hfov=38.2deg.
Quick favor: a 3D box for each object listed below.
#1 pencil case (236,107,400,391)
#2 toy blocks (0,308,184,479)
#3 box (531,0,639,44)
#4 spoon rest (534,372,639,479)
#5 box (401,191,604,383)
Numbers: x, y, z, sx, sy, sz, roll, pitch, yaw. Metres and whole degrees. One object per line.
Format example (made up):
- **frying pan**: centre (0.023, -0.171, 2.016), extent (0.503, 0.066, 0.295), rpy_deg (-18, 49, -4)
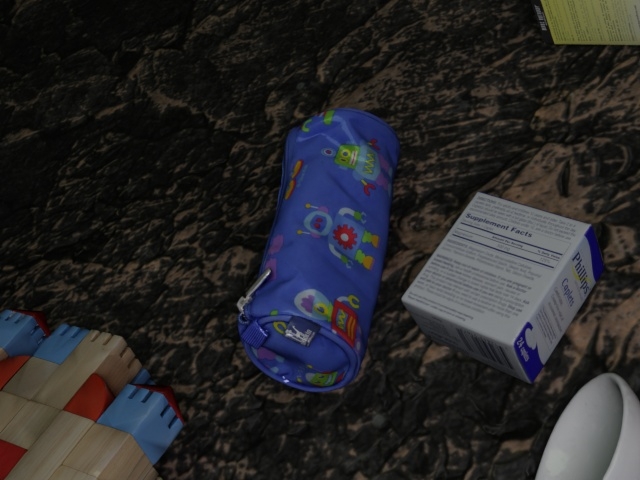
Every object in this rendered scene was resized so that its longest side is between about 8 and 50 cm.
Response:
- **pencil case**: centre (0.000, 0.000, 0.939), extent (0.119, 0.133, 0.306), rpy_deg (-39, 29, 47)
- **toy blocks**: centre (-0.274, 0.198, 0.918), extent (0.381, 0.191, 0.261), rpy_deg (8, 47, 35)
- **box**: centre (0.345, -0.256, 0.986), extent (0.232, 0.087, 0.058), rpy_deg (9, 58, 37)
- **spoon rest**: centre (0.176, 0.219, 0.652), extent (0.084, 0.137, 0.276), rpy_deg (20, 57, -6)
- **box**: centre (0.167, 0.039, 0.844), extent (0.126, 0.072, 0.137), rpy_deg (22, 67, 42)
